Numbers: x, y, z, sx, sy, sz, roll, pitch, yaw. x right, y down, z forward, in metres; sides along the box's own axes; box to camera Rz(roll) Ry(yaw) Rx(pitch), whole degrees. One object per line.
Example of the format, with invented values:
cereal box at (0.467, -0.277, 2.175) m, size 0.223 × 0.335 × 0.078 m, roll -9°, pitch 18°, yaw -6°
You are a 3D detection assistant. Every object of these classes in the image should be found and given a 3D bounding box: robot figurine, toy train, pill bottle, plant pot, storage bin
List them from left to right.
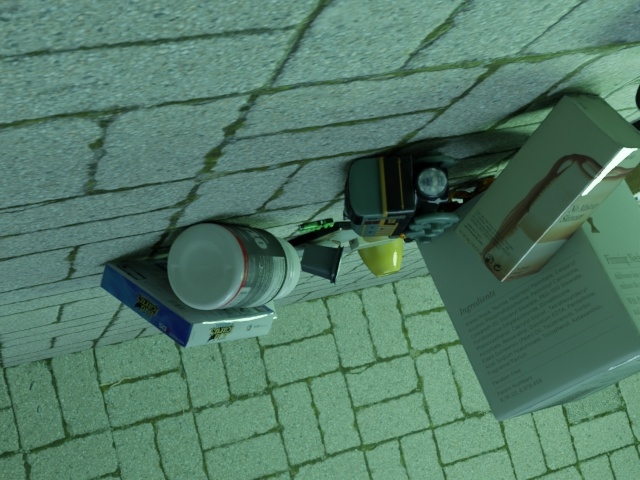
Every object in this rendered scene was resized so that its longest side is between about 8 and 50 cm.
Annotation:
pill bottle at (-0.160, 0.052, 1.732) m, size 0.161 × 0.161 × 0.283 m, roll -18°, pitch 171°, yaw 22°
toy train at (-0.009, -0.033, 1.920) m, size 0.083 × 0.017 × 0.023 m, roll -13°, pitch 162°, yaw -11°
storage bin at (0.004, 0.044, 2.086) m, size 0.091 × 0.098 × 0.135 m, roll 14°, pitch 171°, yaw 2°
plant pot at (0.177, 0.048, 2.486) m, size 0.134 × 0.095 × 0.134 m, roll -14°, pitch 171°, yaw -2°
toy train at (0.135, -0.072, 1.561) m, size 0.190 × 0.142 × 0.334 m, roll -2°, pitch 173°, yaw -1°
robot figurine at (0.298, -0.071, 1.953) m, size 0.291 × 0.085 × 0.211 m, roll -14°, pitch 172°, yaw -1°

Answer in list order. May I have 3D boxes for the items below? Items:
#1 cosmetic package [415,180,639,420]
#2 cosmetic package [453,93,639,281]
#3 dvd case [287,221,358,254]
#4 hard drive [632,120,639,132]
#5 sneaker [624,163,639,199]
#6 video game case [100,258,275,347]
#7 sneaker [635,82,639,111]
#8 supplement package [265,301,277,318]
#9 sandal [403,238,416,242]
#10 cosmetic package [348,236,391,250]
cosmetic package at (0.457, 0.089, 1.686) m, size 0.329 × 0.393 × 0.327 m, roll 0°, pitch 151°, yaw -48°
cosmetic package at (0.375, -0.083, 1.431) m, size 0.153 × 0.129 × 0.296 m, roll -9°, pitch 142°, yaw -48°
dvd case at (0.000, 0.000, 2.128) m, size 0.253 × 0.022 × 0.180 m, roll -20°, pitch 170°, yaw 36°
hard drive at (0.690, -0.238, 1.728) m, size 0.135 × 0.022 × 0.094 m, roll -10°, pitch 170°, yaw -28°
sneaker at (0.822, -0.142, 2.312) m, size 0.153 × 0.099 × 0.282 m, roll -6°, pitch 165°, yaw -34°
video game case at (-0.270, 0.121, 1.805) m, size 0.269 × 0.061 × 0.244 m, roll 30°, pitch -160°, yaw 32°
sneaker at (0.468, -0.241, 1.102) m, size 0.147 × 0.104 × 0.296 m, roll -8°, pitch 164°, yaw -28°
supplement package at (-0.185, 0.104, 1.962) m, size 0.105 × 0.179 × 0.105 m, roll -21°, pitch 169°, yaw 38°
sandal at (0.302, -0.016, 2.458) m, size 0.067 × 0.040 × 0.179 m, roll -6°, pitch 168°, yaw -46°
cosmetic package at (0.133, -0.009, 2.222) m, size 0.115 × 0.041 × 0.060 m, roll -11°, pitch 170°, yaw -23°
